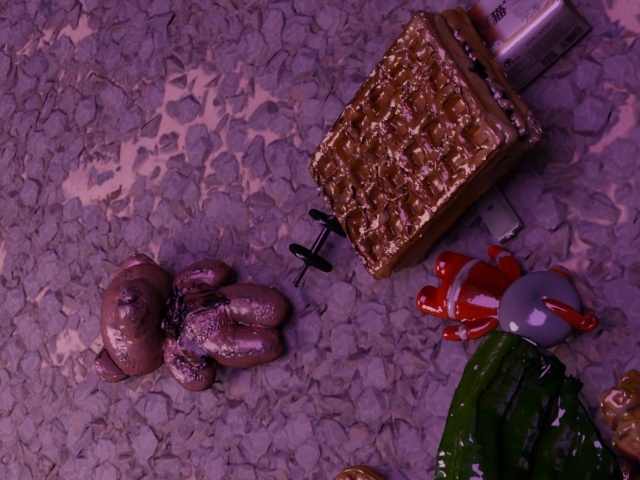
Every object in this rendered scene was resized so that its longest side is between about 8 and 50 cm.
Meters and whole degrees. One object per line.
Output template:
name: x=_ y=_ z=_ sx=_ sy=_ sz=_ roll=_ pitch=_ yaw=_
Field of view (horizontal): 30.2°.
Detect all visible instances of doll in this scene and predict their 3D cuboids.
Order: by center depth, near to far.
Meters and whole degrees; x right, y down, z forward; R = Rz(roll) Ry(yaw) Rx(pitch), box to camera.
doll: x=0.233 y=0.075 z=1.457 sx=0.245 sy=0.076 sz=0.142 roll=14 pitch=69 yaw=38
doll: x=-0.198 y=0.109 z=1.696 sx=0.303 sy=0.156 sz=0.201 roll=-1 pitch=72 yaw=29

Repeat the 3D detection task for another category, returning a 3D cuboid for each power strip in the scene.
power strip: x=0.225 y=-0.038 z=1.525 sx=0.040 sy=0.016 sz=0.090 roll=-40 pitch=61 yaw=19

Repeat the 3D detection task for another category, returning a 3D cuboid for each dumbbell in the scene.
dumbbell: x=0.000 y=0.000 z=1.635 sx=0.069 sy=0.069 sz=0.147 roll=35 pitch=99 yaw=34

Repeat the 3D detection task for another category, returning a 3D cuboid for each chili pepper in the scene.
chili pepper: x=0.209 y=0.304 z=1.354 sx=0.167 sy=0.213 sz=0.385 roll=-4 pitch=68 yaw=55

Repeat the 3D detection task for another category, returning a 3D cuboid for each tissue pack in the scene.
tissue pack: x=0.247 y=-0.267 z=1.508 sx=0.148 sy=0.106 sz=0.099 roll=-41 pitch=61 yaw=20

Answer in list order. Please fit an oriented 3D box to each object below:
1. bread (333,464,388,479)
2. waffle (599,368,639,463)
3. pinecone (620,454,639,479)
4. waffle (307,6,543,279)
bread: x=0.053 y=0.347 z=1.547 sx=0.110 sy=0.024 sz=0.110 roll=-8 pitch=76 yaw=33
waffle: x=0.433 y=0.205 z=1.198 sx=0.309 sy=0.283 sz=0.065 roll=45 pitch=137 yaw=45
pinecone: x=0.374 y=0.331 z=1.233 sx=0.221 sy=0.221 sz=0.222 roll=-8 pitch=75 yaw=32
waffle: x=0.119 y=-0.115 z=1.499 sx=0.308 sy=0.091 sz=0.213 roll=-51 pitch=60 yaw=43
